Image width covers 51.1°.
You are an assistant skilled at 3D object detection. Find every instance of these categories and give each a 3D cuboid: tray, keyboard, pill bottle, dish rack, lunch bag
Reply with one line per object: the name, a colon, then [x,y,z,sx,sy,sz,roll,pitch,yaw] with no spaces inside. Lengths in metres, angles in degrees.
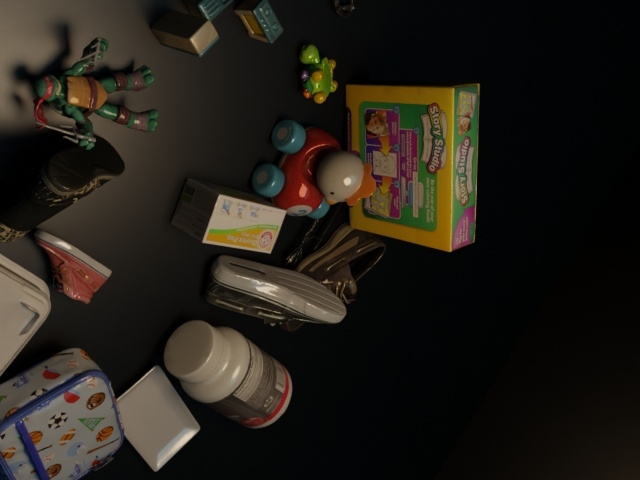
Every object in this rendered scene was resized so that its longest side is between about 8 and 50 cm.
tray: [-0.378,0.402,1.518,0.145,0.030,0.270,-41,137,-24]
keyboard: [0.000,0.000,1.711,0.317,0.033,0.201,-61,148,-4]
pill bottle: [-0.210,0.303,1.531,0.176,0.176,0.318,-54,140,-11]
dish rack: [-0.617,0.165,1.086,0.332,0.072,0.285,-55,140,-12]
lunch bag: [-0.505,0.363,1.260,0.243,0.115,0.303,-33,142,-34]

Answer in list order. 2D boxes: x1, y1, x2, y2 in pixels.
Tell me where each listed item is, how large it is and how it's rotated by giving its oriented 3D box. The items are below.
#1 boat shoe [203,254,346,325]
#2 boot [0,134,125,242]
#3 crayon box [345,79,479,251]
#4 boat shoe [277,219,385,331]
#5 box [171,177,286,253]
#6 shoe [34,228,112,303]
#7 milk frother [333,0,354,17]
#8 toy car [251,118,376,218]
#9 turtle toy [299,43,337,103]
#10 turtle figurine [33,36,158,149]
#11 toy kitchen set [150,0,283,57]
boat shoe: [-0.107,0.134,1.543,0.335,0.121,0.119,22,116,-16]
boot: [-0.443,-0.089,1.117,0.179,0.236,0.085,-32,101,16]
crayon box: [0.208,-0.185,1.564,0.106,0.313,0.362,-19,114,-42]
boat shoe: [0.031,0.092,1.671,0.355,0.130,0.132,-49,145,-21]
box: [-0.188,-0.049,1.406,0.203,0.114,0.103,11,103,-52]
shoe: [-0.457,0.051,1.201,0.081,0.064,0.178,-59,146,-13]
milk frother: [0.102,-0.546,1.426,0.129,0.135,0.143,-21,125,-23]
toy car: [0.016,-0.130,1.487,0.219,0.238,0.210,23,93,-51]
turtle toy: [-0.011,-0.364,1.461,0.095,0.066,0.130,-54,144,-50]
turtle figurine: [-0.373,-0.240,1.086,0.234,0.118,0.175,-9,110,-57]
toy kitchen set: [-0.167,-0.384,1.231,0.207,0.122,0.166,-50,140,-15]
